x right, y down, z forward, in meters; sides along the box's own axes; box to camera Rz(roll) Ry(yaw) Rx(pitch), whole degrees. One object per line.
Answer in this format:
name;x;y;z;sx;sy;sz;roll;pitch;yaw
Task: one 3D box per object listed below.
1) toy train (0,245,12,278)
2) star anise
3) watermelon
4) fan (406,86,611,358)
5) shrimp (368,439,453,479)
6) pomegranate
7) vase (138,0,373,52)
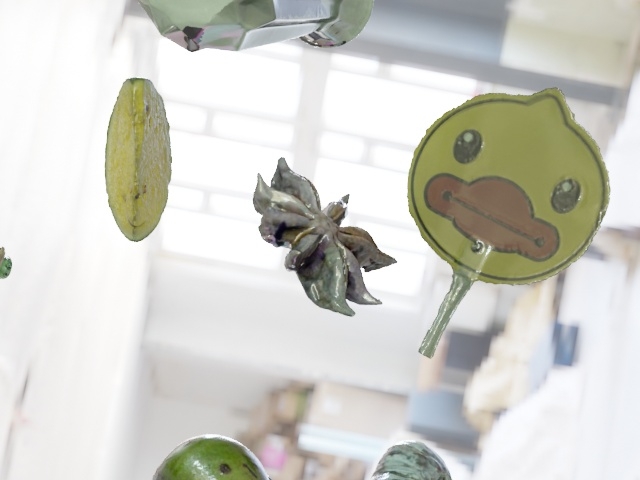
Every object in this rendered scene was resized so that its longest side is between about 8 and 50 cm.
toy train;-0.441;0.011;1.972;0.085;0.250;0.053;40;-119;-51
star anise;0.000;0.000;1.821;0.180;0.204;0.061;-9;-33;-52
watermelon;-0.192;-0.093;1.988;0.092;0.075;0.181;17;108;63
fan;0.188;-0.021;2.002;0.335;0.229;0.011;-63;-16;4
shrimp;0.087;0.353;1.973;0.137;0.172;0.372;57;-147;-27
pomegranate;-0.125;0.283;1.822;0.169;0.148;0.148;-46;-11;-17
vase;-0.056;-0.269;1.891;0.360;0.165;0.165;-6;-73;-67
